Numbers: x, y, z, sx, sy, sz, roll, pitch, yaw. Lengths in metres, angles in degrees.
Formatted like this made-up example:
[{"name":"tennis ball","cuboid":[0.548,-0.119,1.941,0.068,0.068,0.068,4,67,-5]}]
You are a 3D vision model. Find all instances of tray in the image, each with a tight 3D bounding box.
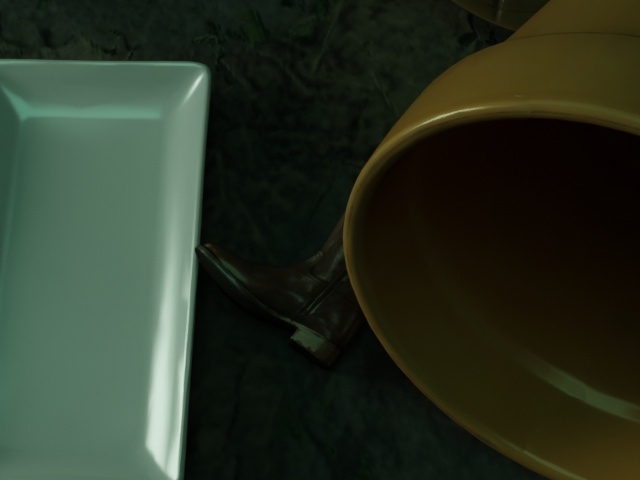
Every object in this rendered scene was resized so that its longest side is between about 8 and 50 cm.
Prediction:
[{"name":"tray","cuboid":[-0.140,0.020,1.052,0.145,0.030,0.270,1,67,4]}]

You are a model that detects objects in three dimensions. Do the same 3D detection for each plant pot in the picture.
[{"name":"plant pot","cuboid":[0.183,-0.023,0.935,0.290,0.291,0.203,22,53,12]}]

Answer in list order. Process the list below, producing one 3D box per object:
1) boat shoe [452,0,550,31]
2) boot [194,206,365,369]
[{"name":"boat shoe","cuboid":[0.169,-0.179,1.088,0.341,0.122,0.110,33,35,13]},{"name":"boot","cuboid":[0.000,0.000,1.042,0.106,0.037,0.114,40,76,-6]}]
